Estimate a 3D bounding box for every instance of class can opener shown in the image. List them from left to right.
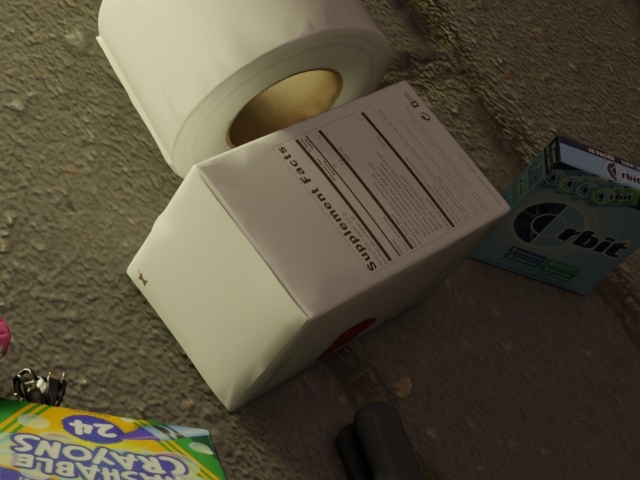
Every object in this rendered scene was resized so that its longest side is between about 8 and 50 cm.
[{"bbox_3d":[0.071,0.277,1.232,0.093,0.074,0.280,2,56,-29],"label":"can opener"}]

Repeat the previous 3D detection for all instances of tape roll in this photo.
[{"bbox_3d":[-0.074,-0.192,1.384,0.246,0.246,0.169,-16,65,-38],"label":"tape roll"}]

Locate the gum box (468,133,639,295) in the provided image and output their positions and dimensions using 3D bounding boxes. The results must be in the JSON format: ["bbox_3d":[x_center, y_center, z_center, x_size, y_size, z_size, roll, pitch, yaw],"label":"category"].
[{"bbox_3d":[0.271,-0.023,1.506,0.157,0.184,0.041,18,49,-19],"label":"gum box"}]

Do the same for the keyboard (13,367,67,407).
[{"bbox_3d":[-0.285,0.194,1.110,0.201,0.033,0.317,-3,59,-27],"label":"keyboard"}]

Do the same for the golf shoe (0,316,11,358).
[{"bbox_3d":[-0.370,0.118,1.044,0.115,0.140,0.306,39,33,27],"label":"golf shoe"}]

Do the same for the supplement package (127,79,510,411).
[{"bbox_3d":[0.000,0.000,1.328,0.293,0.177,0.175,-27,73,-41],"label":"supplement package"}]

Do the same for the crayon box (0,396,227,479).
[{"bbox_3d":[-0.155,0.217,0.964,0.203,0.083,0.323,12,16,-18],"label":"crayon box"}]
